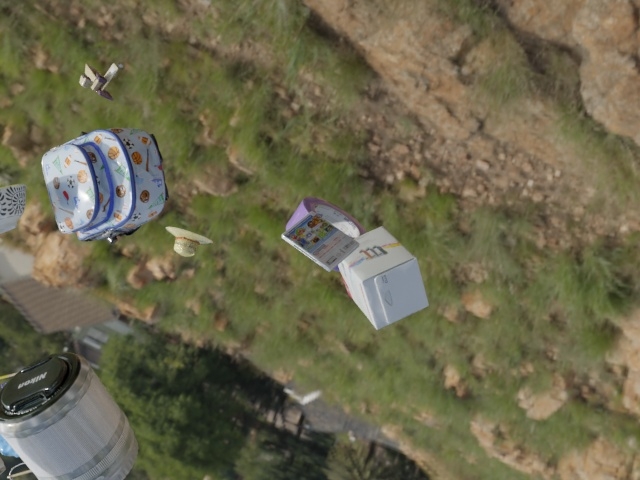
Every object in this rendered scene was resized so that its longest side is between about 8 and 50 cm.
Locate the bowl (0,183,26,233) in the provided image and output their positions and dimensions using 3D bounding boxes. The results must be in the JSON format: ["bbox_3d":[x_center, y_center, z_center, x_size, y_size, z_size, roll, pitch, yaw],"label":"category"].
[{"bbox_3d":[-0.701,-0.055,1.723,0.170,0.170,0.080,-17,93,52],"label":"bowl"}]

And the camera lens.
[{"bbox_3d":[-0.540,0.394,1.712,0.219,0.219,0.274,1,128,37],"label":"camera lens"}]

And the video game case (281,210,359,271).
[{"bbox_3d":[0.000,0.000,1.514,0.122,0.087,0.011,35,146,24],"label":"video game case"}]

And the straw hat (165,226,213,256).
[{"bbox_3d":[-0.387,0.013,2.320,0.144,0.061,0.144,15,168,3],"label":"straw hat"}]

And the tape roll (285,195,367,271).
[{"bbox_3d":[0.019,-0.016,1.869,0.189,0.189,0.080,30,110,-14],"label":"tape roll"}]

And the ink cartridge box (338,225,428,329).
[{"bbox_3d":[0.126,0.077,1.691,0.176,0.127,0.128,-129,17,-60],"label":"ink cartridge box"}]

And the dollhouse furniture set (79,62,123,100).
[{"bbox_3d":[-0.494,-0.386,1.787,0.091,0.081,0.114,23,-159,-51],"label":"dollhouse furniture set"}]

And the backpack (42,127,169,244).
[{"bbox_3d":[-0.476,-0.135,1.798,0.263,0.213,0.277,-16,94,33],"label":"backpack"}]

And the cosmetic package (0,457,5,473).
[{"bbox_3d":[-0.675,0.253,1.155,0.217,0.156,0.385,-30,96,21],"label":"cosmetic package"}]

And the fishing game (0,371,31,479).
[{"bbox_3d":[-0.769,0.468,2.063,0.189,0.264,0.041,-19,168,15],"label":"fishing game"}]
